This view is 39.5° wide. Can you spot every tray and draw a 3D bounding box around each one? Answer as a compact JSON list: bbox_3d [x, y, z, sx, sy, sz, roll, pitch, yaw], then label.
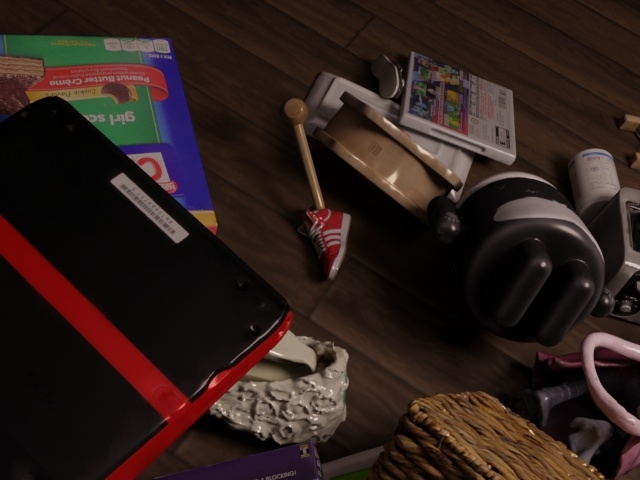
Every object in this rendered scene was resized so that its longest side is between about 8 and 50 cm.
[{"bbox_3d":[0.104,-0.165,1.336,0.270,0.030,0.145,25,51,0],"label":"tray"}]

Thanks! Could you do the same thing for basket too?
[{"bbox_3d":[0.184,0.321,0.877,0.299,0.223,0.213,37,17,33],"label":"basket"}]

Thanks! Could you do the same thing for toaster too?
[{"bbox_3d":[0.474,0.026,1.267,0.168,0.110,0.185,17,50,-7],"label":"toaster"}]

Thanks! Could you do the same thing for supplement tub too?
[{"bbox_3d":[0.418,-0.080,1.354,0.071,0.071,0.107,11,52,-11],"label":"supplement tub"}]

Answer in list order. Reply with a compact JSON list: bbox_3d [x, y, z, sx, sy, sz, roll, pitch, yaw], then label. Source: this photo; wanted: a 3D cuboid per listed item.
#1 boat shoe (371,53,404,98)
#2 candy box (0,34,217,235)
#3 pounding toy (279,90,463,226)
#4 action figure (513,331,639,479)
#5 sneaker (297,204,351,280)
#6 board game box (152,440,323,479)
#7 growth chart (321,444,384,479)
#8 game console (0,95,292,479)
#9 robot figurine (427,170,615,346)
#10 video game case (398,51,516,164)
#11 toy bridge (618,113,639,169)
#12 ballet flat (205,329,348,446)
[{"bbox_3d":[0.111,-0.248,1.375,0.038,0.046,0.125,25,21,-23],"label":"boat shoe"},{"bbox_3d":[-0.293,-0.102,1.089,0.268,0.122,0.317,-4,57,-21],"label":"candy box"},{"bbox_3d":[0.051,-0.101,1.224,0.269,0.155,0.154,37,5,-8],"label":"pounding toy"},{"bbox_3d":[0.433,0.160,1.063,0.370,0.275,0.248,-9,51,-9],"label":"action figure"},{"bbox_3d":[0.000,0.000,1.165,0.067,0.042,0.118,20,43,-9],"label":"sneaker"},{"bbox_3d":[-0.074,0.287,0.873,0.170,0.048,0.141,-15,57,3],"label":"board game box"},{"bbox_3d":[0.090,0.328,0.963,0.172,0.021,0.237,-19,61,-29],"label":"growth chart"},{"bbox_3d":[-0.273,0.059,0.877,0.386,0.060,0.342,41,60,14],"label":"game console"},{"bbox_3d":[0.251,0.021,1.118,0.174,0.209,0.278,-23,21,10],"label":"robot figurine"},{"bbox_3d":[0.215,-0.209,1.387,0.183,0.023,0.201,20,40,-6],"label":"video game case"},{"bbox_3d":[0.539,-0.127,1.461,0.063,0.026,0.188,9,52,-14],"label":"toy bridge"},{"bbox_3d":[-0.156,0.107,0.970,0.409,0.147,0.147,16,51,-7],"label":"ballet flat"}]
